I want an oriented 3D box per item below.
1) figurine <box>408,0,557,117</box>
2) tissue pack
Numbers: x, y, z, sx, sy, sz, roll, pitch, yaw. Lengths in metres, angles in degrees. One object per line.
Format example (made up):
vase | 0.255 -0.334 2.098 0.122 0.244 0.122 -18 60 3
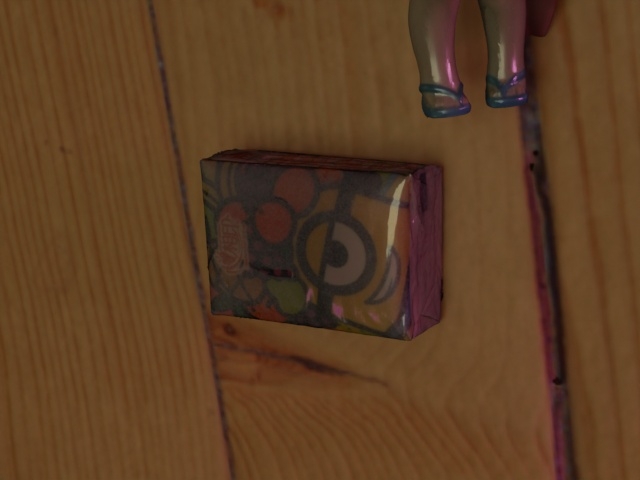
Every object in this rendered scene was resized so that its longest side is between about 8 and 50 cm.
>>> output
figurine | 0.050 -0.193 0.627 0.205 0.103 0.260 -7 108 3
tissue pack | 0.000 0.000 0.746 0.148 0.060 0.108 7 107 25
